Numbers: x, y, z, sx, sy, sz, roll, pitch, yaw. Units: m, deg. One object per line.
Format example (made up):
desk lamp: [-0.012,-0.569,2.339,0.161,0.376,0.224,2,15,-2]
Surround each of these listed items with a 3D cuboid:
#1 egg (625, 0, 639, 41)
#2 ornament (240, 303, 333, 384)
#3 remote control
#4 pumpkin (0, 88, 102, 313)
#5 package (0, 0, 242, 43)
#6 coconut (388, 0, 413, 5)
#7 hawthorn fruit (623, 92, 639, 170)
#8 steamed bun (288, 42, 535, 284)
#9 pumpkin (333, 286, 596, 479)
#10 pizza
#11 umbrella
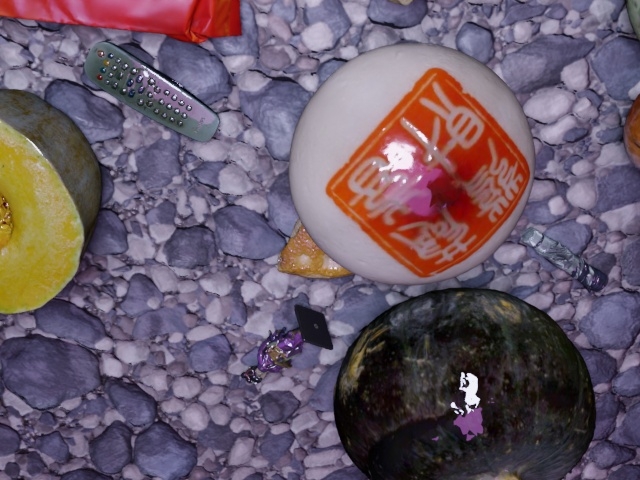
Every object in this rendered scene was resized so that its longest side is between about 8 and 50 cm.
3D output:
egg: [0.564,-0.410,0.829,0.287,0.288,0.380,11,120,-8]
ornament: [-0.069,0.212,1.215,0.081,0.088,0.203,19,129,-38]
remote control: [-0.262,-0.231,1.003,0.221,0.042,0.072,30,110,-15]
pumpkin: [-0.495,-0.071,0.996,0.332,0.199,0.333,2,113,4]
package: [-0.314,-0.392,0.879,0.423,0.123,0.196,6,113,-7]
coconut: [0.104,-0.416,0.831,0.224,0.224,0.224,-1,116,-3]
hawthorn fruit: [0.608,-0.175,0.966,0.231,0.235,0.263,16,133,-40]
steamed bun: [0.139,-0.097,0.937,0.374,0.241,0.375,-1,112,-4]
pumpkin: [0.243,0.282,1.111,0.453,0.344,0.455,-6,131,-7]
pizza: [0.000,0.000,1.122,0.181,0.062,0.161,-13,122,9]
umbrella: [0.450,0.035,1.165,0.188,0.050,0.046,33,88,-17]
